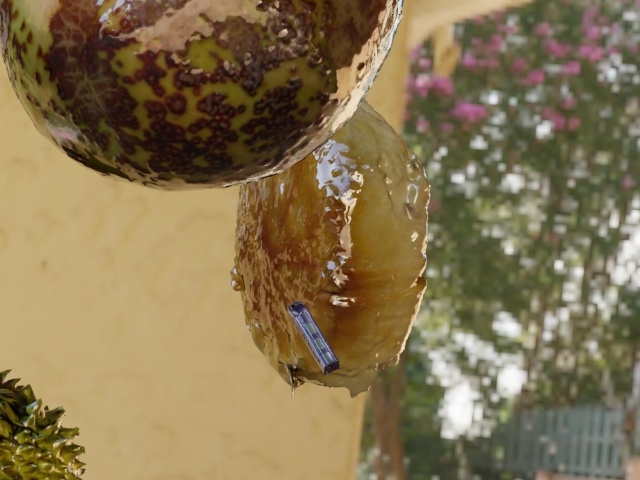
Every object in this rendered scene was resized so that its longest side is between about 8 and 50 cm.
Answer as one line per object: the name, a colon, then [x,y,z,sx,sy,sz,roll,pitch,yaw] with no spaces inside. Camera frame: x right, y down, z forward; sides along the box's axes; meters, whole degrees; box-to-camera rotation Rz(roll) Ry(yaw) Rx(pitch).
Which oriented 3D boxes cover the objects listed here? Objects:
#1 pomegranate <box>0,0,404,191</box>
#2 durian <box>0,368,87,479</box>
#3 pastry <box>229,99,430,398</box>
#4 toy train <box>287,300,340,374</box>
pomegranate: [-0.074,-0.141,0.800,0.214,0.214,0.248,2,-29,28]
durian: [-0.332,0.213,1.367,0.291,0.291,0.224,4,-45,16]
pastry: [0.000,0.000,1.778,0.136,0.329,0.329,-1,-4,-27]
toy train: [-0.008,0.082,1.463,0.017,0.083,0.017,-25,-35,-11]
